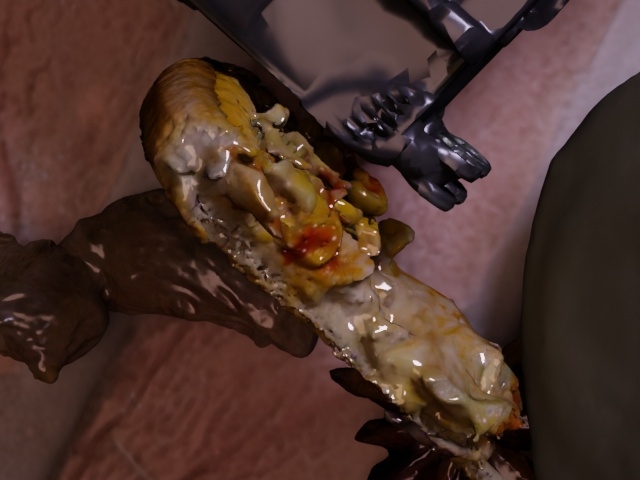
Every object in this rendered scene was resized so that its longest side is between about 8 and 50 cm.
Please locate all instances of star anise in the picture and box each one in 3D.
[{"bbox_3d":[0.084,0.108,0.923,0.168,0.057,0.167,1,96,11],"label":"star anise"}]

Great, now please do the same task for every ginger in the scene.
[{"bbox_3d":[-0.137,0.026,0.938,0.290,0.122,0.084,-2,135,1],"label":"ginger"}]

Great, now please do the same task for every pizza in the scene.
[{"bbox_3d":[0.000,0.000,0.806,0.074,0.251,0.287,-43,72,8],"label":"pizza"}]

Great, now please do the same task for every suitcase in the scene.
[{"bbox_3d":[-0.006,-0.252,0.837,0.434,0.194,0.283,42,101,3],"label":"suitcase"}]

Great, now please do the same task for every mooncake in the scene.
[{"bbox_3d":[0.211,0.038,0.797,0.135,0.275,0.274,11,98,-24],"label":"mooncake"}]
